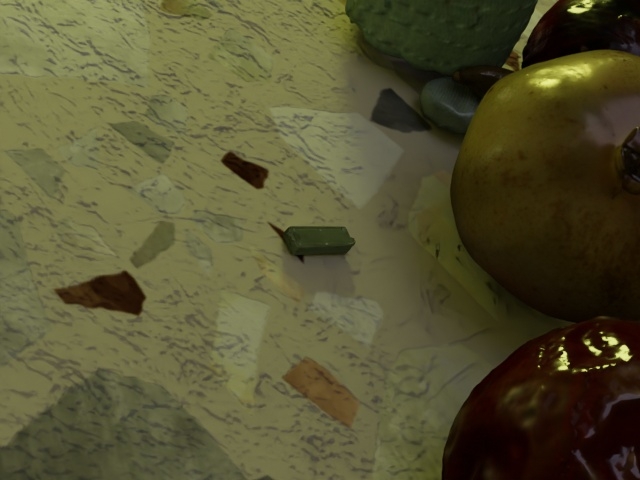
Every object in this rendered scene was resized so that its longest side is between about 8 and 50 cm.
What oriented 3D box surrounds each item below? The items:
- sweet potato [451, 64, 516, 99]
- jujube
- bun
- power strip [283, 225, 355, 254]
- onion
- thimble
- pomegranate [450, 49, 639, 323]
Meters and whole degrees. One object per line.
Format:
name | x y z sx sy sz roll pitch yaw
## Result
sweet potato | 0.274 -0.156 1.591 0.249 0.069 0.059 10 11 18
jujube | 0.287 0.212 1.234 0.377 0.276 0.276 22 42 -36
bun | 0.154 -0.155 1.625 0.083 0.045 0.083 16 39 -14
power strip | 0.000 0.000 1.392 0.083 0.017 0.027 0 54 -35
onion | 0.404 -0.195 1.697 0.314 0.232 0.314 8 60 -14
thimble | 0.154 -0.311 1.655 0.250 0.172 0.205 -3 44 -38
pomegranate | 0.287 -0.052 1.426 0.319 0.319 0.319 20 44 -20
